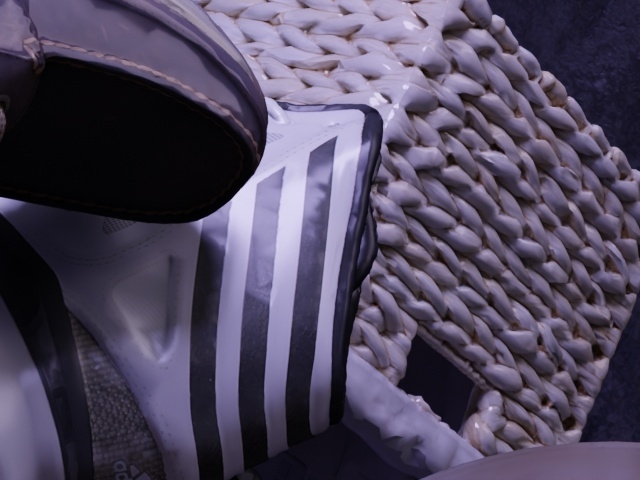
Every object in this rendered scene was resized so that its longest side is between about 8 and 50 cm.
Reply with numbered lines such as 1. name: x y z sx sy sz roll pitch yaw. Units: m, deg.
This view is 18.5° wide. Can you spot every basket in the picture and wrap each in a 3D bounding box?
1. basket: 0.000 0.000 1.311 0.331 0.266 0.328 13 -19 43

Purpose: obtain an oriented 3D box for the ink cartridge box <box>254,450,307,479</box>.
1. ink cartridge box: -0.104 0.134 1.266 0.127 0.072 0.175 16 -15 29

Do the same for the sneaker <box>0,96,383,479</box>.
1. sneaker: -0.120 -0.035 0.986 0.169 0.257 0.447 97 -29 -42

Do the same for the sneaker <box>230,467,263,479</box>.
1. sneaker: -0.078 0.155 0.908 0.109 0.130 0.286 55 -1 -10

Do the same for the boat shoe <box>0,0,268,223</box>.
1. boat shoe: -0.183 -0.059 0.746 0.355 0.132 0.130 16 45 -26

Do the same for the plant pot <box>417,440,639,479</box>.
1. plant pot: 0.117 0.287 0.768 0.323 0.323 0.280 54 16 -23
